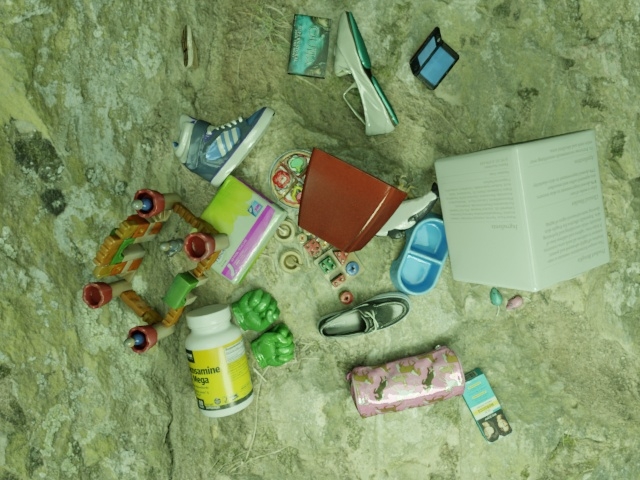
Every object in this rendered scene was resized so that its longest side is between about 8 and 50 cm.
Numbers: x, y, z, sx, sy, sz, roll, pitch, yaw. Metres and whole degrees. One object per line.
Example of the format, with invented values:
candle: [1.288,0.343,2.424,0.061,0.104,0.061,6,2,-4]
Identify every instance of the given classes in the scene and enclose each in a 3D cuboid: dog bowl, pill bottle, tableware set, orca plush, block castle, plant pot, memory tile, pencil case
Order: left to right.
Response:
block castle: [-0.522,0.088,1.477,0.303,0.213,0.453,39,108,11]
pill bottle: [-0.341,0.390,1.593,0.187,0.188,0.334,-10,96,0]
tableware set: [-0.111,0.020,1.627,0.128,0.039,0.194,-13,97,1]
memory tile: [0.000,0.000,1.624,0.148,0.012,0.113,41,88,-14]
plant pot: [0.079,-0.107,1.477,0.267,0.267,0.236,29,100,16]
orca plush: [0.274,-0.093,1.599,0.287,0.102,0.151,-40,69,9]
pencil case: [0.285,0.479,1.629,0.386,0.167,0.160,-15,127,0]
dog bowl: [0.346,0.051,1.620,0.165,0.074,0.297,20,97,-3]

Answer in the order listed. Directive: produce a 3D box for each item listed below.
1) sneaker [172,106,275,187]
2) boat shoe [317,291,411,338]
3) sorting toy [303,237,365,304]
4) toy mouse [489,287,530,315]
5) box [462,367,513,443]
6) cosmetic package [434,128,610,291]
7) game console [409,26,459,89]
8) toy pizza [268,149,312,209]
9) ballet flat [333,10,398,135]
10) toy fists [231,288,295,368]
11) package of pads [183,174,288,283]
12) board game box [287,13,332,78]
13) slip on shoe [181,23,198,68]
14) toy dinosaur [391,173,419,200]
sneaker: [-0.327,-0.354,1.533,0.236,0.130,0.323,39,100,-9]
boat shoe: [0.153,0.271,1.620,0.335,0.119,0.121,-20,97,2]
sorting toy: [0.062,0.080,1.617,0.132,0.046,0.274,-35,102,-5]
toy mouse: [0.645,0.203,1.663,0.161,0.031,0.143,28,96,-4]
box: [0.574,0.582,1.693,0.100,0.060,0.244,-28,96,3]
cosmetic package: [0.591,-0.092,1.430,0.329,0.327,0.394,-14,98,-26]
game console: [0.367,-0.583,1.543,0.085,0.124,0.144,39,95,22]
toy pizza: [-0.073,-0.203,1.605,0.201,0.032,0.201,0,97,-1]
ballet flat: [0.116,-0.519,1.533,0.139,0.139,0.400,-25,97,2]
toy fists: [-0.185,0.299,1.632,0.142,0.096,0.279,-25,95,1]
package of pads: [-0.282,-0.038,1.567,0.229,0.101,0.296,35,96,8]
board game box: [-0.035,-0.628,1.558,0.126,0.026,0.186,7,97,-1]
slip on shoe: [-0.417,-0.622,1.548,0.041,0.051,0.135,-4,89,-40]
toy dinosaur: [0.259,-0.175,1.603,0.183,0.053,0.093,15,98,-3]
